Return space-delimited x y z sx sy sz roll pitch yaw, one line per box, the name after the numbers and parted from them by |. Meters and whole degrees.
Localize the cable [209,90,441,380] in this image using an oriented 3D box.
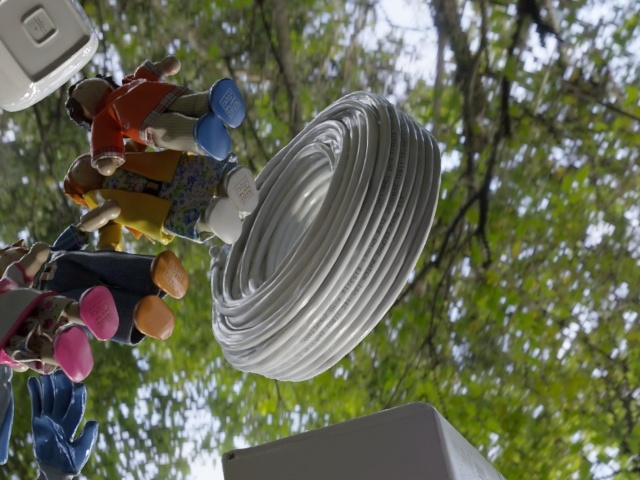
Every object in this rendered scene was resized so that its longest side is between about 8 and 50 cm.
0.000 0.000 1.064 0.089 0.257 0.257 30 -147 -20 | cable

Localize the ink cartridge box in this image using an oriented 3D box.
0.060 0.220 0.678 0.115 0.273 0.198 -17 -115 13 | ink cartridge box

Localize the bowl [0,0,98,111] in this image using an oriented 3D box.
-0.303 -0.219 1.321 0.053 0.142 0.142 3 -139 51 | bowl

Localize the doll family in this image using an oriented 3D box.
-0.146 0.003 0.832 0.163 0.118 0.263 10 -122 37 | doll family

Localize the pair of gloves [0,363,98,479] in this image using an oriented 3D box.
-0.311 0.185 1.308 0.198 0.159 0.023 22 -161 27 | pair of gloves
